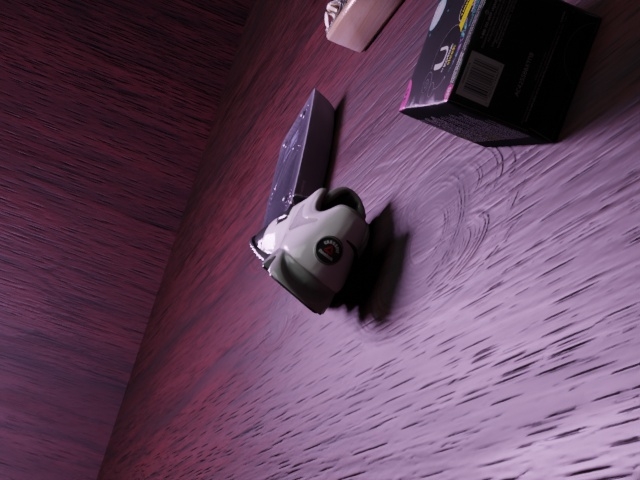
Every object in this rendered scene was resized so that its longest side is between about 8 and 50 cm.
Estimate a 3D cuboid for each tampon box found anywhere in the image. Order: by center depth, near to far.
[{"bbox_3d":[0.154,-0.157,1.026,0.161,0.101,0.120,-164,95,-78],"label":"tampon box"}]

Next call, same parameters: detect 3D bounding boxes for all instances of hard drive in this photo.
[{"bbox_3d":[-0.037,-0.106,1.856,0.172,0.054,0.254,125,161,-48],"label":"hard drive"}]

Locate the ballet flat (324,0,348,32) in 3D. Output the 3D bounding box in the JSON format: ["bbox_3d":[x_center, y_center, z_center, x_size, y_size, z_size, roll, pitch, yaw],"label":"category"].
[{"bbox_3d":[0.029,-0.421,2.107,0.041,0.041,0.114,127,159,-52],"label":"ballet flat"}]

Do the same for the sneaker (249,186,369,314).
[{"bbox_3d":[0.000,0.000,1.455,0.146,0.122,0.330,-51,12,-1],"label":"sneaker"}]

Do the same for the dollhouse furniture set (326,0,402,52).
[{"bbox_3d":[-0.054,-0.505,1.775,0.362,0.394,0.256,135,152,-62],"label":"dollhouse furniture set"}]
